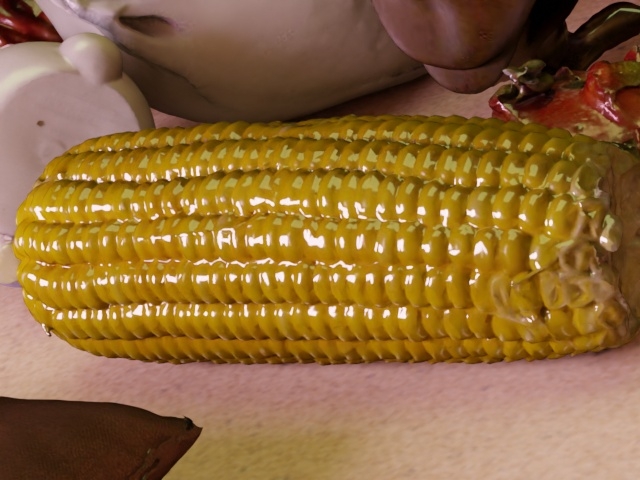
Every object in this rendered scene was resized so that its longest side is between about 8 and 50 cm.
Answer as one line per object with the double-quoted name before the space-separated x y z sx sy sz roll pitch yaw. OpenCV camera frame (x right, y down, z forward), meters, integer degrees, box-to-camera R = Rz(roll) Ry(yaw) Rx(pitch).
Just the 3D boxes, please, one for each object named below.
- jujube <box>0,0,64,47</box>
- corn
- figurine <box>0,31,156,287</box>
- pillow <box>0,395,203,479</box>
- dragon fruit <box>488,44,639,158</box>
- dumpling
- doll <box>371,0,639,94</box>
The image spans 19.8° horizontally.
"jujube" -0.251 -0.140 1.346 0.236 0.168 0.168 14 38 23
"corn" 0.000 0.000 0.908 0.344 0.131 0.131 -2 30 31
"figurine" -0.188 -0.055 1.143 0.127 0.155 0.235 5 5 -22
"pillow" -0.244 0.163 0.776 0.305 0.108 0.308 -1 33 25
"dragon fruit" 0.139 -0.053 0.948 0.102 0.096 0.147 -9 29 14
"dumpling" -0.063 -0.169 1.228 0.341 0.181 0.260 -28 23 -26
"doll" 0.152 -0.225 1.137 0.318 0.209 0.340 19 40 26
